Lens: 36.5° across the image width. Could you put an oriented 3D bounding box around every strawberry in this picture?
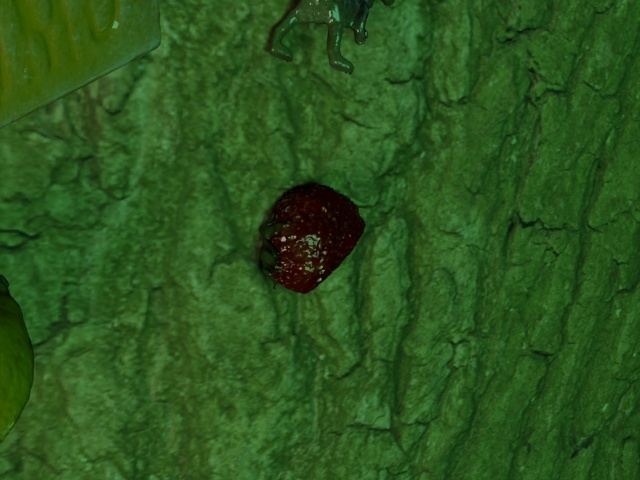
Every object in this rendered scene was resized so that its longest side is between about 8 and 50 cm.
[{"bbox_3d":[0.000,0.000,1.295,0.187,0.082,0.146,-28,132,-39],"label":"strawberry"}]

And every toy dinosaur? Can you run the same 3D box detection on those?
[{"bbox_3d":[-0.001,-0.312,1.170,0.251,0.072,0.200,22,81,-35],"label":"toy dinosaur"}]

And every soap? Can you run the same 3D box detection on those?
[{"bbox_3d":[-0.275,-0.205,0.879,0.274,0.089,0.173,-39,142,-37],"label":"soap"}]

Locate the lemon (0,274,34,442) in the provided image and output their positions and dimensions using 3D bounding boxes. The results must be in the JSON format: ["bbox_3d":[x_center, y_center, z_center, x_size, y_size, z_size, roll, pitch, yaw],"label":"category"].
[{"bbox_3d":[-0.368,0.125,0.897,0.231,0.192,0.192,-49,135,-16],"label":"lemon"}]
